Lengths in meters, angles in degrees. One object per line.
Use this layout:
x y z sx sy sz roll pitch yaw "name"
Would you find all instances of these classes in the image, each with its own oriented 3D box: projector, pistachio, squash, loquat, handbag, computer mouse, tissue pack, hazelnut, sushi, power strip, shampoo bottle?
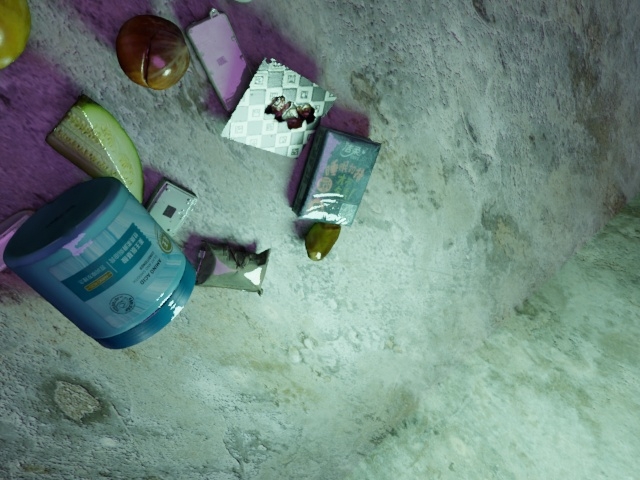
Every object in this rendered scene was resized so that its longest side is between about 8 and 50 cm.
-0.455 -0.098 1.324 0.115 0.061 0.147 30 99 -37 "projector"
0.000 0.001 1.592 0.189 0.100 0.110 -55 167 -35 "pistachio"
-0.538 -0.240 1.167 0.203 0.111 0.289 -24 131 35 "squash"
-0.718 -0.466 0.894 0.235 0.235 0.234 -12 119 -22 "loquat"
-0.289 0.090 1.478 0.271 0.117 0.182 12 100 -31 "handbag"
-0.825 0.000 1.184 0.199 0.045 0.102 -44 133 -9 "computer mouse"
0.055 -0.212 1.511 0.228 0.103 0.315 8 111 -32 "tissue pack"
-0.410 -0.459 1.103 0.182 0.182 0.182 -12 119 -22 "hazelnut"
-0.126 -0.394 1.337 0.290 0.050 0.264 11 125 -43 "sushi"
-0.267 -0.495 1.230 0.118 0.046 0.270 -30 126 -8 "power strip"
-0.567 0.055 1.172 0.331 0.331 0.342 -35 127 -8 "shampoo bottle"

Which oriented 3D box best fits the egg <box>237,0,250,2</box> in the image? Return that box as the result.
-0.216 -0.676 1.129 0.103 0.103 0.135 -49 128 2 "egg"
